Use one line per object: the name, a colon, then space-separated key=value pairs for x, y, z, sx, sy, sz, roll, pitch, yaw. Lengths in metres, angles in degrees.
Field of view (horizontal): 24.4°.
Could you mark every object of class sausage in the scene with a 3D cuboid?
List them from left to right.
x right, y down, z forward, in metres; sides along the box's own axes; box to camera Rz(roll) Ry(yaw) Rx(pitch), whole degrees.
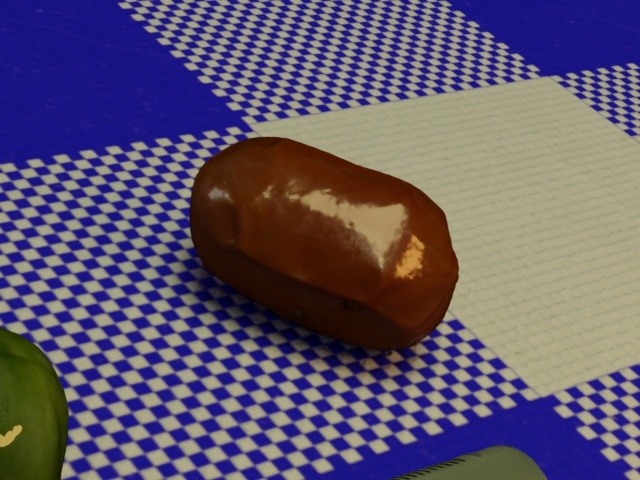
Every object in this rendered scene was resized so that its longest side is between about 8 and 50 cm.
sausage: x=-0.001 y=0.001 z=1.374 sx=0.268 sy=0.153 sz=0.141 roll=24 pitch=63 yaw=11

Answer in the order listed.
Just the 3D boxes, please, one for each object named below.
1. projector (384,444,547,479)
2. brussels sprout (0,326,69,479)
projector: x=0.023 y=0.236 z=1.076 sx=0.337 sy=0.108 sz=0.108 roll=-11 pitch=41 yaw=-35
brussels sprout: x=-0.295 y=0.142 z=0.994 sx=0.210 sy=0.219 sz=0.271 roll=15 pitch=9 yaw=-33
